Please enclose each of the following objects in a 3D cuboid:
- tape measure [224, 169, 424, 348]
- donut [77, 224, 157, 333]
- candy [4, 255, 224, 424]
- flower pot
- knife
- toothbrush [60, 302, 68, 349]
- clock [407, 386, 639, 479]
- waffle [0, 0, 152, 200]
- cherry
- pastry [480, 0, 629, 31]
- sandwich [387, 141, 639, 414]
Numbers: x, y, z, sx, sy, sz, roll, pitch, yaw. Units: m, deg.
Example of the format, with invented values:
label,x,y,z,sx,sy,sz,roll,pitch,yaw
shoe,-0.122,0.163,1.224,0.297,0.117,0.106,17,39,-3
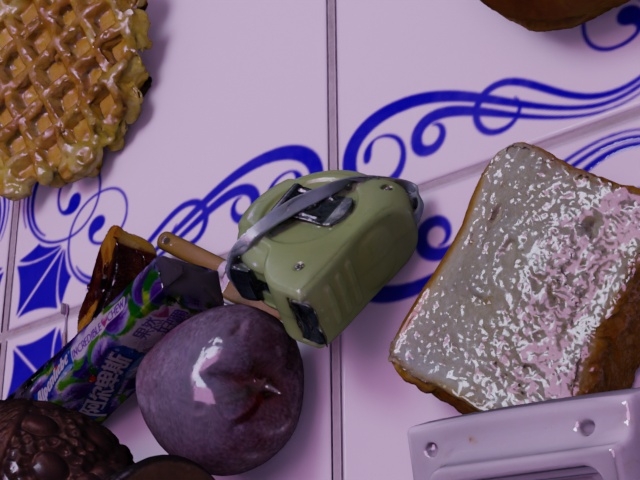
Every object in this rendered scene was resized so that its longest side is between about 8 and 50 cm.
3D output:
label,x,y,z,sx,sy,sz,roll,pitch,yaw
tape measure,0.000,0.000,1.480,0.175,0.106,0.200,18,52,41
donut,-0.225,0.057,1.678,0.140,0.059,0.140,-163,90,-70
candy,-0.222,0.125,1.607,0.312,0.088,0.061,-42,52,33
flower pot,-0.238,0.287,1.452,0.267,0.266,0.266,-2,68,42
knife,-0.092,0.047,1.623,0.256,0.022,0.046,25,79,40
toothbrush,-0.300,0.117,1.774,0.006,0.008,0.097,-31,52,43
clock,0.177,0.256,1.179,0.231,0.116,0.262,-14,79,36
waffle,-0.333,-0.204,1.890,0.302,0.068,0.324,9,86,32
cherry,-0.098,0.150,1.495,0.176,0.140,0.176,-20,60,40
pastry,0.235,-0.364,1.460,0.356,0.164,0.356,-19,53,28
sandwich,0.194,0.049,1.337,0.226,0.087,0.251,27,87,45
